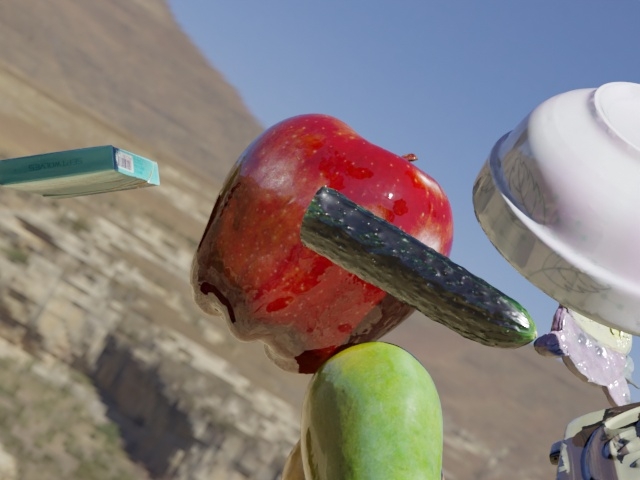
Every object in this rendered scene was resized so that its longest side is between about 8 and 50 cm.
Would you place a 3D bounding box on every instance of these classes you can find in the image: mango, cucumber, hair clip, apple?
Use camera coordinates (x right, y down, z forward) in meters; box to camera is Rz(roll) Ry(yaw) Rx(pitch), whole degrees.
[{"bbox_3d":[0.053,0.205,1.501,0.114,0.156,0.251,31,32,-38],"label":"mango"},{"bbox_3d":[0.081,0.028,1.277,0.215,0.052,0.058,30,-28,21],"label":"cucumber"},{"bbox_3d":[0.346,0.129,2.007,0.056,0.146,0.187,-15,-46,38],"label":"hair clip"},{"bbox_3d":[0.000,0.000,1.953,0.288,0.317,0.288,40,-1,1],"label":"apple"}]

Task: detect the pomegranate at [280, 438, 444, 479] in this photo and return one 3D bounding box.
[{"bbox_3d":[0.051,0.335,2.023,0.248,0.248,0.248,31,-4,3],"label":"pomegranate"}]

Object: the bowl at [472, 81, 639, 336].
[{"bbox_3d":[0.301,-0.050,1.522,0.287,0.143,0.287,17,32,-11],"label":"bowl"}]

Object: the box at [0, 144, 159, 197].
[{"bbox_3d":[-0.329,-0.092,2.210,0.162,0.041,0.229,-7,-4,8],"label":"box"}]

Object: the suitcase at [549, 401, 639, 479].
[{"bbox_3d":[0.415,0.287,1.683,0.351,0.339,0.194,-52,127,-71],"label":"suitcase"}]
